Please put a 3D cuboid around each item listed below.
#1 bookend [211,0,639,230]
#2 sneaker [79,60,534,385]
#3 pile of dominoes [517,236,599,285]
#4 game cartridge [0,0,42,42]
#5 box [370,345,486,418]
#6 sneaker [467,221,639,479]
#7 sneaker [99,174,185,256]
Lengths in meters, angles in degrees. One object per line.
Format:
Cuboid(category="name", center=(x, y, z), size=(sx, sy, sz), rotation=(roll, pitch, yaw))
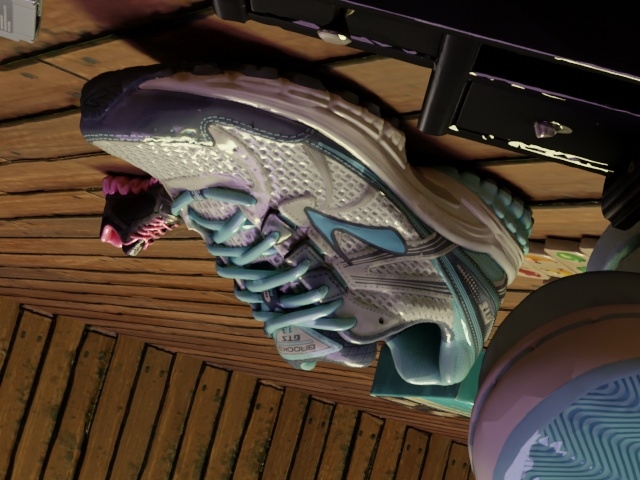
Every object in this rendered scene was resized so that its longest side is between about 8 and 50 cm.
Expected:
Cuboid(category="bookend", center=(0.037, -0.069, 0.410), size=(0.157, 0.072, 0.156), rotation=(15, 171, 1))
Cuboid(category="sneaker", center=(0.000, 0.000, 0.712), size=(0.283, 0.122, 0.110), rotation=(23, 167, -39))
Cuboid(category="pile of dominoes", center=(0.223, 0.046, 0.877), size=(0.196, 0.040, 0.251), rotation=(20, 169, -29))
Cuboid(category="game cartridge", center=(-0.151, -0.110, 0.640), size=(0.056, 0.017, 0.083), rotation=(13, 171, -11))
Cuboid(category="box", center=(0.144, 0.153, 1.543), size=(0.100, 0.060, 0.244), rotation=(18, 170, -16))
Cuboid(category="sneaker", center=(0.135, 0.041, 0.551), size=(0.127, 0.208, 0.319), rotation=(-39, 138, 21))
Cuboid(category="sneaker", center=(-0.117, -0.015, 1.007), size=(0.047, 0.057, 0.119), rotation=(24, 166, -35))
